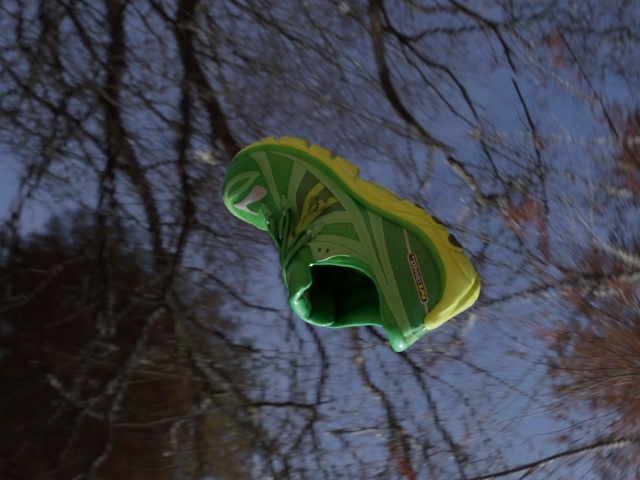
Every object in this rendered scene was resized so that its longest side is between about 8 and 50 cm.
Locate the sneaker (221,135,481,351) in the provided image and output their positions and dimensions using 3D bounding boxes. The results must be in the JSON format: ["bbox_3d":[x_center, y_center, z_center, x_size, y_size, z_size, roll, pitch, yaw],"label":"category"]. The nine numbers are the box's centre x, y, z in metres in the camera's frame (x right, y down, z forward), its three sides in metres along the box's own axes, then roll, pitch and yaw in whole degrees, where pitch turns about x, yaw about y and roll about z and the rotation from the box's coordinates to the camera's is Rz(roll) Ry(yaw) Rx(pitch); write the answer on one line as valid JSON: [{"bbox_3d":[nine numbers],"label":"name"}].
[{"bbox_3d":[0.000,0.000,1.269,0.123,0.109,0.295,-44,-136,-17],"label":"sneaker"}]
